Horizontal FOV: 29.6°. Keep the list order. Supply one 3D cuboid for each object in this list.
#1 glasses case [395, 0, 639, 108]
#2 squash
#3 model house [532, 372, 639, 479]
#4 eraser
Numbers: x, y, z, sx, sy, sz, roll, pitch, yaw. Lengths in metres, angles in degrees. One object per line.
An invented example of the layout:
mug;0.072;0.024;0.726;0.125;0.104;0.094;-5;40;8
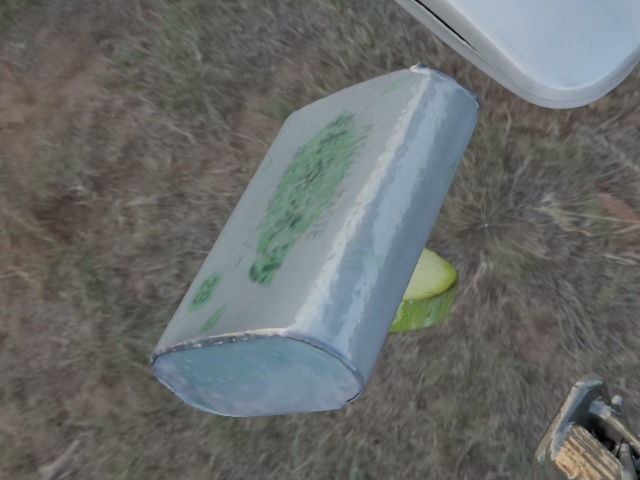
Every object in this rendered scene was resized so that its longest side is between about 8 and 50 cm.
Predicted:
glasses case;0.070;-0.161;0.631;0.092;0.059;0.233;-41;73;-12
squash;0.017;0.038;1.287;0.252;0.252;0.049;11;108;7
model house;0.332;0.295;1.400;0.122;0.188;0.229;-23;127;-6
eraser;0.000;0.000;0.803;0.081;0.174;0.227;45;52;-25
